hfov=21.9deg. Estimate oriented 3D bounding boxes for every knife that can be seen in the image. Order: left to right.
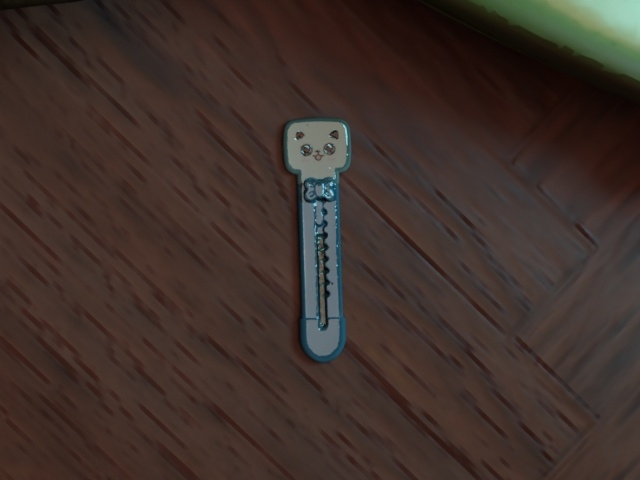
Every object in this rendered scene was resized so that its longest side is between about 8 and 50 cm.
[{"bbox_3d":[0.000,0.000,0.640,0.027,0.010,0.096,-2,93,-5],"label":"knife"}]

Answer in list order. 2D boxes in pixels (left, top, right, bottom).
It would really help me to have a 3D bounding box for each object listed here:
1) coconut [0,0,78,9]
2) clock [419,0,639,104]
[{"bbox_3d":[-0.118,-0.166,0.529,0.224,0.224,0.224,0,93,-6],"label":"coconut"},{"bbox_3d":[0.175,-0.164,0.599,0.348,0.117,0.286,31,89,-7],"label":"clock"}]
